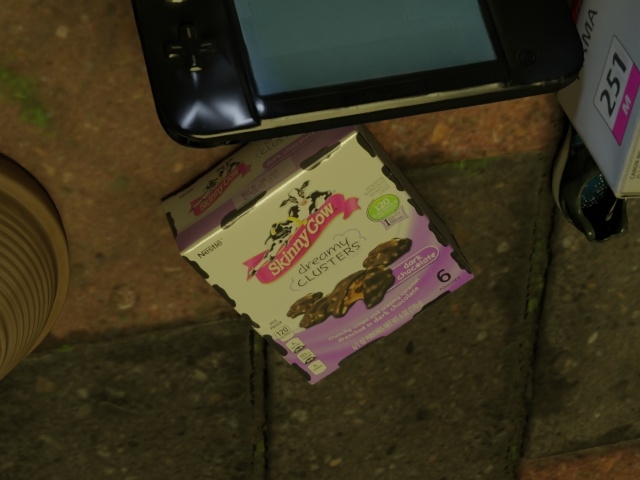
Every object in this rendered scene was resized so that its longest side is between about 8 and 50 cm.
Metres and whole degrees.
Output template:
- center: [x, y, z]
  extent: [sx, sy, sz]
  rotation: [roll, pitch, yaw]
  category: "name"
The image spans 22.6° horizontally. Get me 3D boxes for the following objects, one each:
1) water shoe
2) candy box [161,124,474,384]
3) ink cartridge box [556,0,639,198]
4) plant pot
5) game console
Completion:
- center: [0.235, -0.090, 1.267]
  extent: [0.073, 0.080, 0.203]
  rotation: [-10, 130, -13]
  category: "water shoe"
- center: [0.000, 0.000, 1.261]
  extent: [0.165, 0.070, 0.196]
  rotation: [-34, 131, 9]
  category: "candy box"
- center: [0.214, -0.206, 1.063]
  extent: [0.060, 0.239, 0.275]
  rotation: [-1, 127, -16]
  category: "ink cartridge box"
- center: [-0.295, 0.048, 1.168]
  extent: [0.237, 0.109, 0.237]
  rotation: [-11, 130, -13]
  category: "plant pot"
- center: [0.021, -0.222, 1.032]
  extent: [0.293, 0.250, 0.173]
  rotation: [-10, 157, -12]
  category: "game console"
